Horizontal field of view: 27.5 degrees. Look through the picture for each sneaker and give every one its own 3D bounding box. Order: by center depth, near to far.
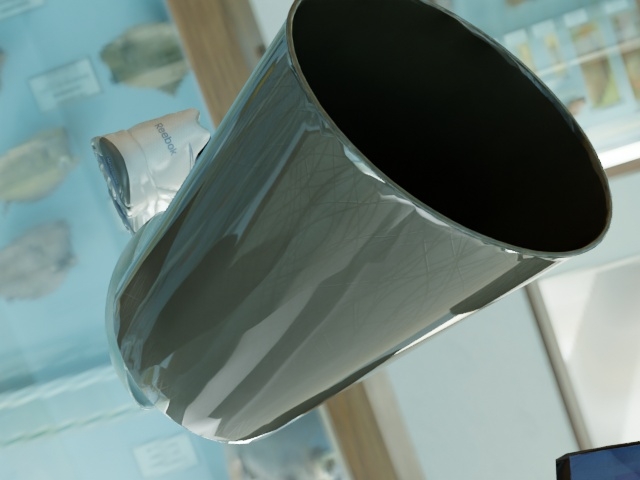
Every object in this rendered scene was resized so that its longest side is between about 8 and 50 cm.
[{"bbox_3d":[-0.178,-0.070,1.488,0.129,0.111,0.297,-27,177,-10],"label":"sneaker"}]

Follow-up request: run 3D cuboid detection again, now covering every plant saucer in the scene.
[{"bbox_3d":[-0.173,0.066,1.271,0.037,0.195,0.195,5,-163,12],"label":"plant saucer"}]

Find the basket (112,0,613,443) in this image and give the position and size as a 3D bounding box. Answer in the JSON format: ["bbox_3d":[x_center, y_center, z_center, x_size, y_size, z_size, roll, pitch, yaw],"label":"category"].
[{"bbox_3d":[0.000,0.000,0.685,0.204,0.154,0.227,18,136,-34],"label":"basket"}]

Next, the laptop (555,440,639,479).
[{"bbox_3d":[0.286,0.150,0.930,0.136,0.264,0.234,20,-151,-3],"label":"laptop"}]
